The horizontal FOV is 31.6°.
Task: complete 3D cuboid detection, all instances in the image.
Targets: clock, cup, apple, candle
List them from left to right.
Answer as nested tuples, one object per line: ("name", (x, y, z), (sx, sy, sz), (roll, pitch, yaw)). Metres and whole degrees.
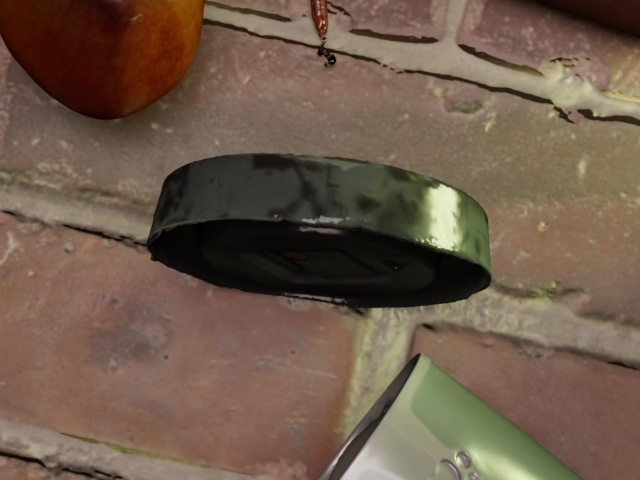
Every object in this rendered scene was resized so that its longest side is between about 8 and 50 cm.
("apple", (-0.224, -0.248, 1.157), (0.233, 0.234, 0.234), (0, 81, 0))
("candle", (-0.003, -0.273, 1.259), (0.026, 0.021, 0.168), (-10, 82, 25))
("clock", (0.000, 0.000, 1.068), (0.324, 0.325, 0.067), (6, 75, 1))
("cup", (0.097, 0.327, 1.056), (0.274, 0.259, 0.357), (36, 94, 5))

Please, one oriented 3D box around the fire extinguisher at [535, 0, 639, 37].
("fire extinguisher", (0.265, -0.321, 1.232), (0.336, 0.106, 0.147), (21, 57, 3))
